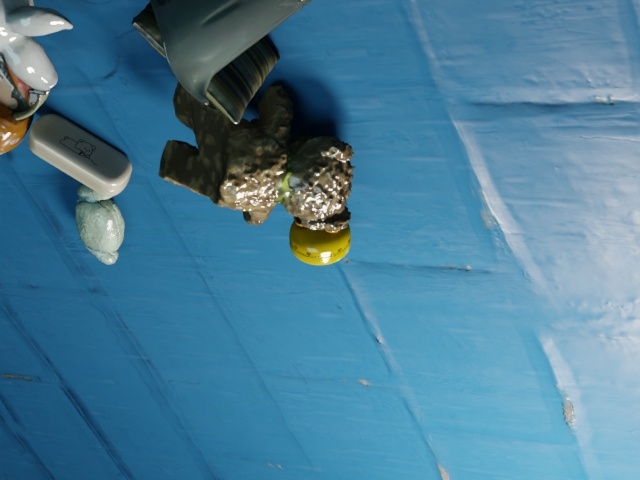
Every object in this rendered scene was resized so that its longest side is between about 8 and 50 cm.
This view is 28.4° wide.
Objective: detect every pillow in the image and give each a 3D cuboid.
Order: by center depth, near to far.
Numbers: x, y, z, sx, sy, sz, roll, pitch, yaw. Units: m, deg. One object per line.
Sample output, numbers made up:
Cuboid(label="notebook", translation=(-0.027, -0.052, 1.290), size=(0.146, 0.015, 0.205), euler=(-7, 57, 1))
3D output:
Cuboid(label="pillow", translation=(-0.161, -0.291, 1.837), size=(0.052, 0.212, 0.208), euler=(-33, 110, 34))

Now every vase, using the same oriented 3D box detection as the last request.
Cuboid(label="vase", translation=(-0.091, -0.354, 1.673), size=(0.251, 0.301, 0.156), euler=(61, -175, 9))

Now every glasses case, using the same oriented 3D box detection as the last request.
Cuboid(label="glasses case", translation=(-0.435, -0.155, 2.288), size=(0.196, 0.083, 0.050), euler=(30, 143, 0))

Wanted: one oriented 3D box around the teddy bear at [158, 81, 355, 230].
Cuboid(label="teddy bear", translation=(-0.098, -0.140, 2.032), size=(0.296, 0.223, 0.246), euler=(38, 122, 47))

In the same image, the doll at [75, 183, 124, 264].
Cuboid(label="doll", translation=(-0.425, -0.035, 2.425), size=(0.104, 0.071, 0.214), euler=(19, 137, 15))

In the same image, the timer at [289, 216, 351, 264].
Cuboid(label="timer", translation=(0.000, 0.000, 2.138), size=(0.107, 0.107, 0.109), euler=(17, 137, 19))

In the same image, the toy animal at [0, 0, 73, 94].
Cuboid(label="toy animal", translation=(-0.569, -0.371, 2.072), size=(0.325, 0.154, 0.208), euler=(35, 133, 8))

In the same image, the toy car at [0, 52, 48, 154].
Cuboid(label="toy car", translation=(-0.581, -0.281, 2.231), size=(0.235, 0.145, 0.235), euler=(7, 122, 10))
